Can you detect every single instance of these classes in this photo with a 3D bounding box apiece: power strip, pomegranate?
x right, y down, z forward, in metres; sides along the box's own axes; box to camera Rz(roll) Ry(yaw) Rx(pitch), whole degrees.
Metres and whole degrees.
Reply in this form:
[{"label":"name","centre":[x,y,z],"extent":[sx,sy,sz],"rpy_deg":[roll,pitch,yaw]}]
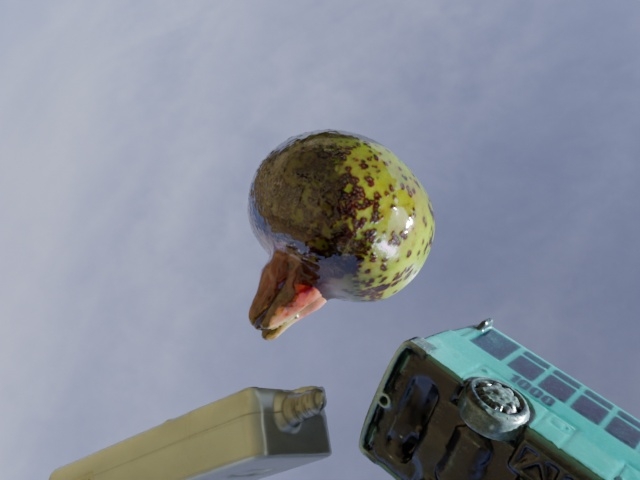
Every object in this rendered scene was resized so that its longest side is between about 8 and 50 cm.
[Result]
[{"label":"power strip","centre":[-0.120,0.196,0.561],"extent":[0.338,0.098,0.058],"rpy_deg":[-29,-122,30]},{"label":"pomegranate","centre":[0.000,0.000,0.702],"extent":[0.214,0.214,0.248],"rpy_deg":[26,-106,44]}]

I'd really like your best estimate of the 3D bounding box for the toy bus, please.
[{"label":"toy bus","centre":[0.170,0.175,0.474],"extent":[0.256,0.147,0.128],"rpy_deg":[34,-64,32]}]
